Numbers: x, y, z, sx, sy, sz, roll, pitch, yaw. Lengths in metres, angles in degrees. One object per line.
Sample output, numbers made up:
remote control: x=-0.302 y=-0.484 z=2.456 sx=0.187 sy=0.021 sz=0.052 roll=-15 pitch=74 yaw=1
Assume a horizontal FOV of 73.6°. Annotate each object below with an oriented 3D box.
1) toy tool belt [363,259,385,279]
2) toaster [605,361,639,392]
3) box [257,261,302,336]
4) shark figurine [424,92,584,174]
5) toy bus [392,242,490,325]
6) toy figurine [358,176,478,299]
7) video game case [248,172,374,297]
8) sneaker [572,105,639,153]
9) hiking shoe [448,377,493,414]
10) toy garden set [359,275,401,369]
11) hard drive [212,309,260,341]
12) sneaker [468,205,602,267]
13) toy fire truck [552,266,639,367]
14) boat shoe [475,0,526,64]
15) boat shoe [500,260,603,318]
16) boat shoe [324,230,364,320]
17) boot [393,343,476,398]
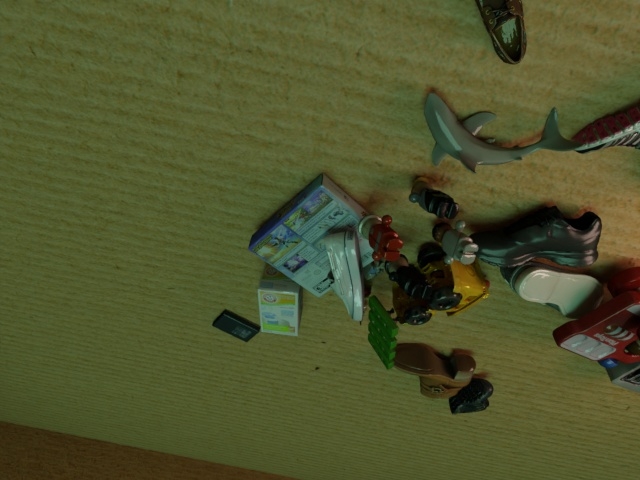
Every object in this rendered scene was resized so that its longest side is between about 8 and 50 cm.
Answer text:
toy tool belt: x=0.146 y=0.067 z=1.121 sx=0.051 sy=0.052 sz=0.083 roll=-8 pitch=144 yaw=-26
toaster: x=0.906 y=0.340 z=1.198 sx=0.167 sy=0.110 sz=0.186 roll=19 pitch=134 yaw=-7
box: x=-0.111 y=0.168 z=1.218 sx=0.114 sy=0.103 sz=0.203 roll=7 pitch=134 yaw=3
shark figurine: x=0.320 y=-0.168 z=0.815 sx=0.277 sy=0.116 sz=0.166 roll=11 pitch=136 yaw=2
toy bus: x=0.321 y=0.129 z=1.094 sx=0.211 sy=0.150 sz=0.220 roll=14 pitch=139 yaw=-26
toy figurine: x=0.211 y=-0.006 z=0.933 sx=0.209 sy=0.148 sz=0.213 roll=-39 pitch=120 yaw=3
video game case: x=0.000 y=0.000 z=1.054 sx=0.244 sy=0.061 sz=0.269 roll=37 pitch=123 yaw=-25
sneaker: x=0.556 y=-0.191 z=0.776 sx=0.170 sy=0.063 sz=0.075 roll=-23 pitch=127 yaw=35
hiking shoe: x=0.545 y=0.542 z=1.491 sx=0.114 sy=0.086 sz=0.227 roll=7 pitch=142 yaw=-16
toy garden set: x=0.155 y=0.215 z=1.183 sx=0.049 sy=0.204 sz=0.244 roll=-25 pitch=144 yaw=-14
hard drive: x=-0.280 y=0.285 z=1.417 sx=0.135 sy=0.022 sz=0.094 roll=31 pitch=131 yaw=-19
sneaker: x=0.474 y=-0.016 z=0.954 sx=0.285 sy=0.109 sz=0.130 roll=-3 pitch=124 yaw=3
toy fire truck: x=0.756 y=0.220 z=1.042 sx=0.302 sy=0.170 sz=0.254 roll=23 pitch=131 yaw=-24
boat shoe: x=0.286 y=-0.359 z=0.669 sx=0.064 sy=0.060 sz=0.178 roll=-20 pitch=127 yaw=26
boat shoe: x=0.574 y=0.109 z=1.056 sx=0.319 sy=0.099 sz=0.116 roll=16 pitch=108 yaw=-27
boat shoe: x=0.059 y=0.088 z=1.035 sx=0.084 sy=0.095 sz=0.258 roll=-3 pitch=120 yaw=11
boot: x=0.351 y=0.440 z=1.415 sx=0.283 sy=0.109 sz=0.220 roll=2 pitch=138 yaw=-2
